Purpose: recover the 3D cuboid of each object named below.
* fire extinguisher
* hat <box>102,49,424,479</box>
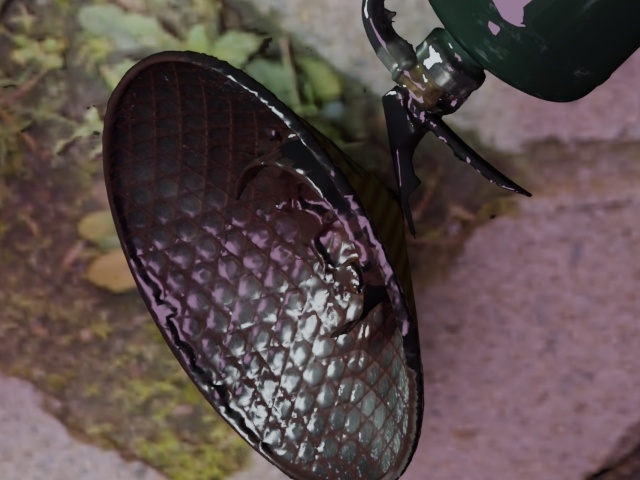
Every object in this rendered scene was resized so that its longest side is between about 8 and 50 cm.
[{"bbox_3d":[0.109,-0.126,0.659,0.294,0.093,0.118,-44,79,24],"label":"fire extinguisher"},{"bbox_3d":[0.000,0.000,0.740,0.193,0.082,0.193,36,142,34],"label":"hat"}]
